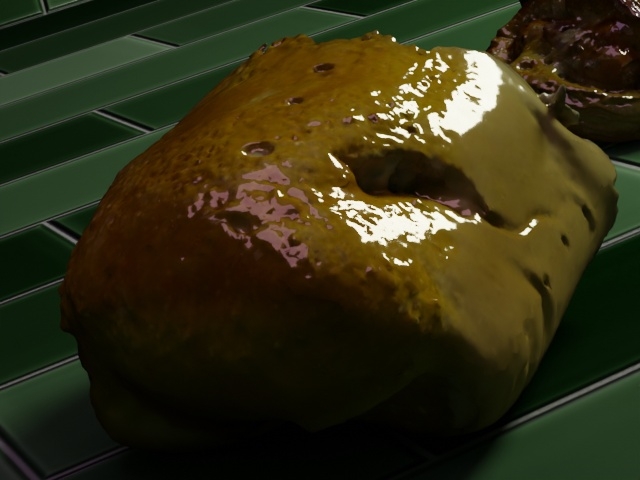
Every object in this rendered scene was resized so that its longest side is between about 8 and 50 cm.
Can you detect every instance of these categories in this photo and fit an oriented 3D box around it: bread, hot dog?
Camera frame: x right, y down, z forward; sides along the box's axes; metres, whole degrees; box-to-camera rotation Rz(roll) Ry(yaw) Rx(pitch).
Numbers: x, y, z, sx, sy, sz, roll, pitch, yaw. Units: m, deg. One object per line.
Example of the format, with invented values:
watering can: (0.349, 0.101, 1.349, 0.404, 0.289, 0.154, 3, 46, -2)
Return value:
bread: (0.000, 0.000, 1.295, 0.361, 0.250, 0.394, -5, 22, 27)
hot dog: (0.265, -0.187, 1.812, 0.175, 0.114, 0.259, -54, 31, -14)

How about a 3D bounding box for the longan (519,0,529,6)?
longan: (0.341, -0.319, 1.983, 0.258, 0.258, 0.258, -12, 19, 4)
